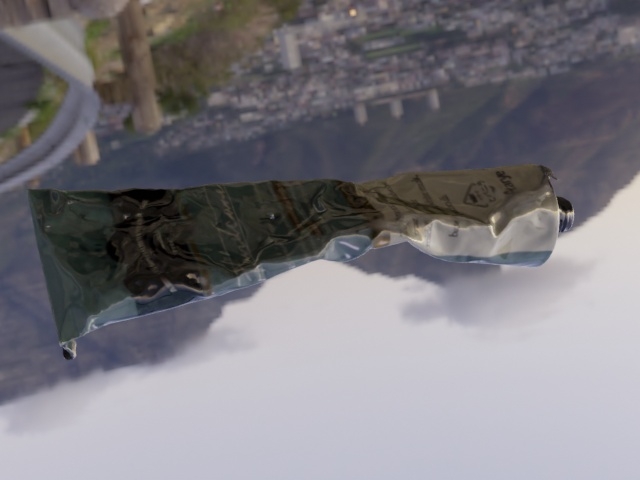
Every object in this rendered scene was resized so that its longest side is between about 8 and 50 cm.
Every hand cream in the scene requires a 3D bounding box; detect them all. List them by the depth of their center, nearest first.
[{"bbox_3d":[0.000,0.001,0.530,0.248,0.052,0.075,-8,-144,-16],"label":"hand cream"}]
